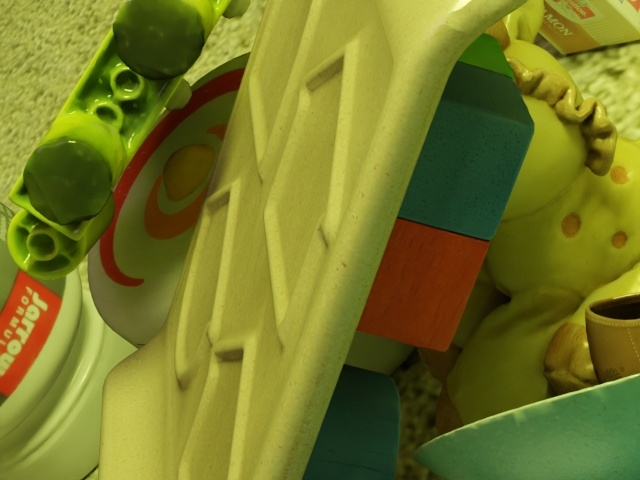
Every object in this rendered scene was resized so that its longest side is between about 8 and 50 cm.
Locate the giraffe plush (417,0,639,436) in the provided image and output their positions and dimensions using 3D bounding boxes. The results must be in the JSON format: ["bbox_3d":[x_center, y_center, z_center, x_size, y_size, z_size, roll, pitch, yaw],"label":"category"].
[{"bbox_3d":[0.095,-0.018,0.934,0.210,0.170,0.181,-37,34,24],"label":"giraffe plush"}]

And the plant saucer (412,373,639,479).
[{"bbox_3d":[0.131,0.071,0.715,0.195,0.195,0.037,-23,76,39],"label":"plant saucer"}]

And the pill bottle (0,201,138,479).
[{"bbox_3d":[-0.251,0.036,1.228,0.161,0.283,0.161,-33,36,28],"label":"pill bottle"}]

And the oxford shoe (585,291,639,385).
[{"bbox_3d":[0.200,0.025,0.818,0.212,0.076,0.076,-21,4,32],"label":"oxford shoe"}]

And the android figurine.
[{"bbox_3d":[-0.085,-0.098,1.031,0.248,0.056,0.273,-56,6,15],"label":"android figurine"}]

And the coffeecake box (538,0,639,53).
[{"bbox_3d":[0.144,-0.222,1.108,0.068,0.142,0.185,-7,52,51],"label":"coffeecake box"}]

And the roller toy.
[{"bbox_3d":[-0.030,-0.004,1.109,0.191,0.146,0.209,-42,33,17],"label":"roller toy"}]

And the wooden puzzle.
[{"bbox_3d":[0.000,0.000,0.822,0.322,0.080,0.348,-101,32,-64],"label":"wooden puzzle"}]
